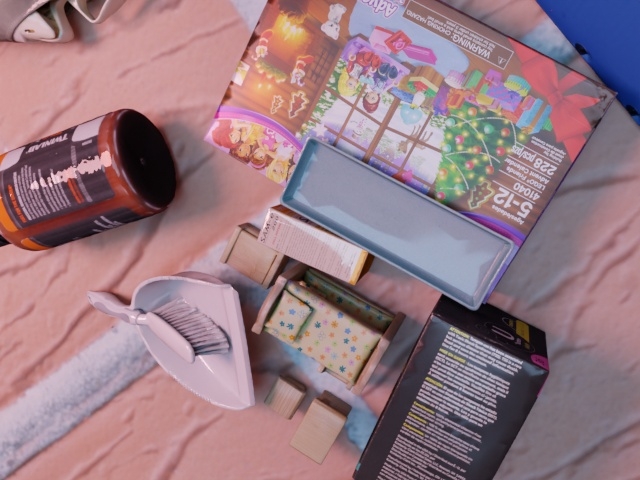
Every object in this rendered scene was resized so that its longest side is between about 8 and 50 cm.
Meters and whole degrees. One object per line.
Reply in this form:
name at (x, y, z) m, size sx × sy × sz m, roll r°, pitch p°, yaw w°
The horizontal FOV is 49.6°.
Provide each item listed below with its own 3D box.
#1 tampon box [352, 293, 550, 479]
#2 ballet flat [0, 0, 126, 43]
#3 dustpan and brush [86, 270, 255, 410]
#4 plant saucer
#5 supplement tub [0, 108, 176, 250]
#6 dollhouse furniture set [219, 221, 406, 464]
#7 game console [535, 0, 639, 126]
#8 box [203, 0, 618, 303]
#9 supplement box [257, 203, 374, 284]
tampon box at (0.114, 0.139, 0.595) m, size 0.101 × 0.120 × 0.161 m, roll 26°, pitch 105°, yaw 11°
ballet flat at (-0.247, -0.229, 0.665) m, size 0.213 × 0.072 × 0.068 m, roll -26°, pitch 95°, yaw 17°
dustpan and brush at (-0.160, 0.081, 0.688) m, size 0.211 × 0.060 × 0.147 m, roll 24°, pitch 129°, yaw 42°
plant saucer at (0.061, -0.017, 0.580) m, size 0.192 × 0.018 × 0.067 m, roll 29°, pitch 108°, yaw 9°
supplement tub at (-0.249, -0.051, 0.675) m, size 0.198 × 0.106 × 0.106 m, roll -16°, pitch 94°, yaw 17°
dollhouse furniture set at (-0.044, 0.102, 0.643) m, size 0.182 × 0.101 × 0.161 m, roll 30°, pitch 105°, yaw 9°
game console at (0.307, -0.188, 0.459) m, size 0.250 × 0.173 × 0.293 m, roll -39°, pitch 88°, yaw 20°
box at (0.068, -0.106, 0.602) m, size 0.293 × 0.057 × 0.201 m, roll 30°, pitch 106°, yaw 9°
supplement box at (0.000, 0.000, 0.636) m, size 0.098 × 0.062 × 0.036 m, roll 23°, pitch 105°, yaw 10°
